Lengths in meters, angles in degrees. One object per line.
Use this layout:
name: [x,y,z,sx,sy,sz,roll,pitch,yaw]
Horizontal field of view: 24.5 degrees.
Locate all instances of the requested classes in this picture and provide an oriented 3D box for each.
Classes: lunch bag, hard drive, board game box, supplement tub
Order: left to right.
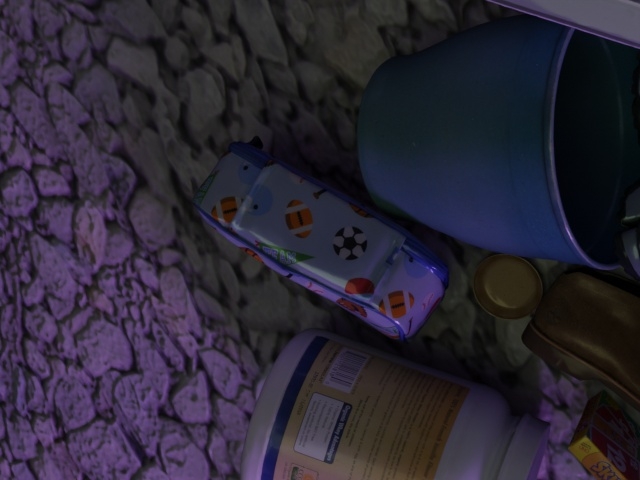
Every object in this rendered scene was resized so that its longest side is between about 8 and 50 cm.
lunch bag: [0.000,0.000,1.671,0.303,0.243,0.115,32,88,9]
supplement tub: [0.089,0.252,1.723,0.316,0.228,0.228,18,115,14]
hard drive: [0.252,-0.264,1.420,0.203,0.307,0.040,20,116,13]
board game box: [0.391,0.297,1.682,0.039,0.124,0.259,-40,92,28]

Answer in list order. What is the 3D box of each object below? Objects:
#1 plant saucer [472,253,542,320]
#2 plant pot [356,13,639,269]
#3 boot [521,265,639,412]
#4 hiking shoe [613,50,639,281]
plant saucer: [0.219,0.052,1.718,0.083,0.015,0.083,8,112,19]
plant pot: [0.190,-0.108,1.545,0.255,0.271,0.271,1,111,36]
boot: [0.383,0.133,1.641,0.305,0.112,0.115,28,106,12]
hiking shoe: [0.388,-0.101,1.490,0.132,0.113,0.304,2,80,35]
